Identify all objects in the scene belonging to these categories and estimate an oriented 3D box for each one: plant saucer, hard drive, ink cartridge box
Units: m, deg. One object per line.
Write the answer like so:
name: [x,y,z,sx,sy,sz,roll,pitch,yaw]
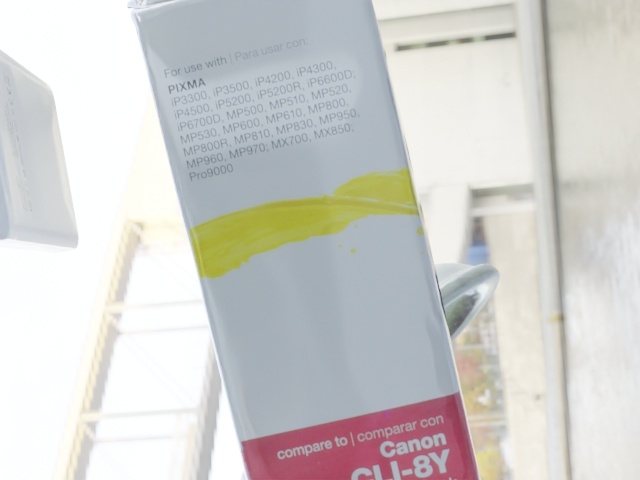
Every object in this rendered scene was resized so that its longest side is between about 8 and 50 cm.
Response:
plant saucer: [0.039,0.143,1.353,0.100,0.400,0.400,48,-179,15]
hard drive: [-0.320,-0.092,1.181,0.307,0.040,0.203,111,148,-88]
ink cartridge box: [0.000,0.000,0.848,0.279,0.160,0.385,-71,-32,-82]
